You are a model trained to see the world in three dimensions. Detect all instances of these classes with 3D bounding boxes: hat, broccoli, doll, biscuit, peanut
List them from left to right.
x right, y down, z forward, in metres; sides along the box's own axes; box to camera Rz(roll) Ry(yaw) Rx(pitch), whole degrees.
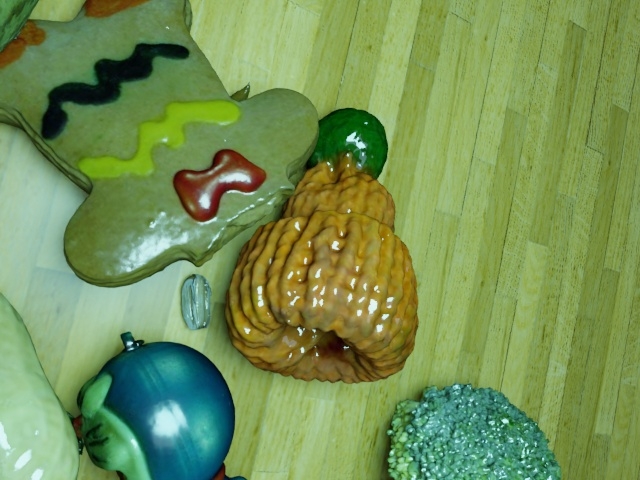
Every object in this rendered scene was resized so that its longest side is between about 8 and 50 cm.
[{"bbox_3d":[-0.373,0.171,0.587,0.147,0.147,0.319,-24,76,-25],"label":"peanut"},{"bbox_3d":[-0.210,-0.165,0.667,0.368,0.076,0.394,-35,81,-21],"label":"biscuit"},{"bbox_3d":[-0.195,0.268,0.687,0.186,0.198,0.322,-24,101,-30],"label":"doll"},{"bbox_3d":[0.000,0.000,0.797,0.285,0.285,0.400,17,51,-26],"label":"hat"},{"bbox_3d":[0.234,0.368,0.905,0.375,0.302,0.249,-8,71,-53],"label":"broccoli"}]

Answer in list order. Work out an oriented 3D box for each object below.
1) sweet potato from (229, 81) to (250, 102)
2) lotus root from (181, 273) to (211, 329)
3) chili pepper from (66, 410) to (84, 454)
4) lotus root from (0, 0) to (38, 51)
[{"bbox_3d":[-0.162,-0.107,0.776,0.067,0.067,0.274,23,83,-25],"label":"sweet potato"},{"bbox_3d":[-0.184,0.089,0.785,0.037,0.030,0.083,-6,97,-58],"label":"lotus root"},{"bbox_3d":[-0.411,0.255,0.656,0.216,0.062,0.108,19,82,-24],"label":"chili pepper"},{"bbox_3d":[-0.394,-0.257,0.543,0.173,0.173,0.309,33,64,-23],"label":"lotus root"}]
